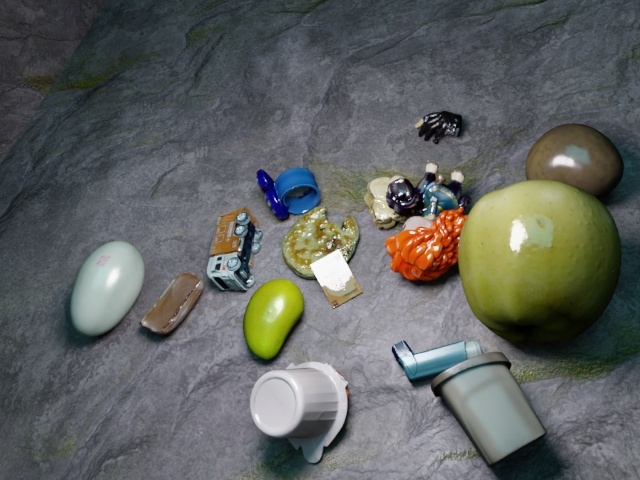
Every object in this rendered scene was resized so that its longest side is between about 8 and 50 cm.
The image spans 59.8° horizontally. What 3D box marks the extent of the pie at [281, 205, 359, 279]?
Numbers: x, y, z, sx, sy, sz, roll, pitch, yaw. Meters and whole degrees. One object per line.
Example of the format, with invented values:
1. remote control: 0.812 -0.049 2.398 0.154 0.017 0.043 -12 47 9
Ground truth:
1. pie: -0.005 0.006 2.027 0.302 0.067 0.303 -7 56 10

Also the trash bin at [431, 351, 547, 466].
1. trash bin: 0.458 0.456 1.506 0.219 0.220 0.250 -29 61 -1

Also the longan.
1. longan: 0.829 -0.237 1.825 0.300 0.243 0.301 -17 61 33

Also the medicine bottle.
1. medicine bottle: 0.351 0.349 1.682 0.258 0.079 0.124 -14 54 7

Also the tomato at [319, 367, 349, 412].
1. tomato: 0.030 0.469 1.700 0.155 0.069 0.156 -9 73 30

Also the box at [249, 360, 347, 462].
1. box: -0.082 0.492 1.600 0.262 0.206 0.292 -8 72 30

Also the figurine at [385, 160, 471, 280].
1. figurine: 0.357 -0.072 1.848 0.305 0.241 0.412 1 66 -13

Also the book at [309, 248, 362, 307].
1. book: 0.053 0.130 1.916 0.118 0.012 0.172 -29 79 -2

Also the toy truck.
1. toy truck: -0.326 0.036 2.066 0.162 0.136 0.306 -8 53 20

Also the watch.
1. watch: -0.110 -0.189 2.114 0.200 0.196 0.171 -24 63 9

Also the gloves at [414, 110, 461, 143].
1. gloves: 0.454 -0.452 2.163 0.180 0.106 0.129 7 62 17

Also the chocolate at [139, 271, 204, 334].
1. chocolate: -0.521 0.238 2.022 0.161 0.083 0.261 15 61 45

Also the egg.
1. egg: -0.788 0.176 2.055 0.229 0.230 0.371 8 65 22

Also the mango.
1. mango: -0.168 0.251 1.866 0.185 0.149 0.273 24 72 26

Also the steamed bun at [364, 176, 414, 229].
1. steamed bun: 0.257 -0.136 2.019 0.192 0.106 0.178 -13 68 -7

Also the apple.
1. apple: 0.611 0.062 1.574 0.473 0.474 0.474 -8 56 12
